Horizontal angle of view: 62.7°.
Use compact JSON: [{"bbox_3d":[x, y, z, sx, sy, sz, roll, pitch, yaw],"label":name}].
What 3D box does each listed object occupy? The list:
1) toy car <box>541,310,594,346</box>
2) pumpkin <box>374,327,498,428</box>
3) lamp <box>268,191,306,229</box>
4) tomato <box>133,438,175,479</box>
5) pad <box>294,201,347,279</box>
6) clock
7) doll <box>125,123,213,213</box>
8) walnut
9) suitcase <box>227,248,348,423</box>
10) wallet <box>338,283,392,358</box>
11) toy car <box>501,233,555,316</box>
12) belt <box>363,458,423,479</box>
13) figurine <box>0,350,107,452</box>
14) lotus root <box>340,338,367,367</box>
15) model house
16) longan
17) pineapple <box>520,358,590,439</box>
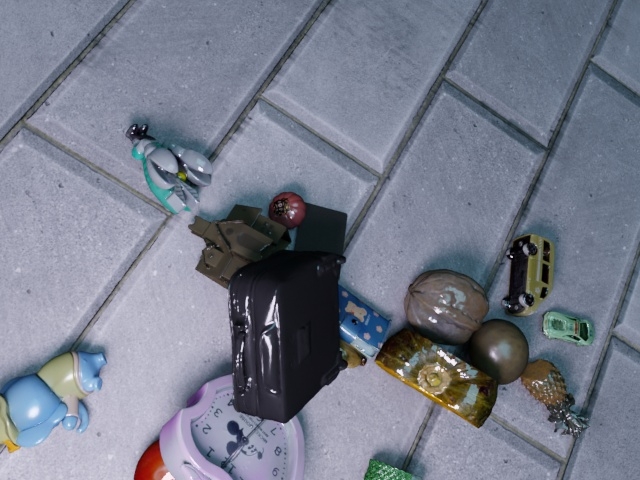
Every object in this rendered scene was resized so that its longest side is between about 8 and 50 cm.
[{"bbox_3d":[0.768,0.269,1.615,0.186,0.058,0.093,15,71,-11],"label":"toy car"},{"bbox_3d":[0.306,0.355,1.389,0.317,0.222,0.139,27,81,16],"label":"pumpkin"},{"bbox_3d":[-0.091,-0.082,1.441,0.108,0.092,0.107,-6,72,19],"label":"lamp"},{"bbox_3d":[-0.326,0.542,1.194,0.195,0.136,0.194,1,82,-6],"label":"tomato"},{"bbox_3d":[0.000,0.000,1.479,0.143,0.003,0.211,15,66,-12],"label":"pad"},{"bbox_3d":[-0.187,0.473,1.183,0.339,0.102,0.338,32,34,-25],"label":"clock"},{"bbox_3d":[-0.400,-0.192,1.346,0.258,0.153,0.194,41,33,-16],"label":"doll"},{"bbox_3d":[0.345,0.182,1.445,0.225,0.224,0.224,4,76,-15],"label":"walnut"},{"bbox_3d":[-0.077,0.207,1.206,0.189,0.339,0.344,7,106,25],"label":"suitcase"},{"bbox_3d":[0.088,0.213,1.415,0.202,0.059,0.141,36,45,-4],"label":"wallet"},{"bbox_3d":[0.638,0.113,1.593,0.125,0.101,0.256,16,72,-15],"label":"toy car"},{"bbox_3d":[0.183,0.616,1.332,0.152,0.121,0.079,25,69,-13],"label":"belt"},{"bbox_3d":[-0.600,0.355,1.163,0.262,0.153,0.179,-21,72,-15],"label":"figurine"},{"bbox_3d":[0.053,0.297,1.404,0.152,0.063,0.072,33,38,-4],"label":"lotus root"},{"bbox_3d":[-0.230,0.001,1.342,0.244,0.204,0.211,26,72,10],"label":"model house"},{"bbox_3d":[0.508,0.311,1.486,0.204,0.159,0.184,-12,98,-56],"label":"longan"},{"bbox_3d":[0.685,0.468,1.526,0.125,0.125,0.251,-41,100,-20],"label":"pineapple"}]
